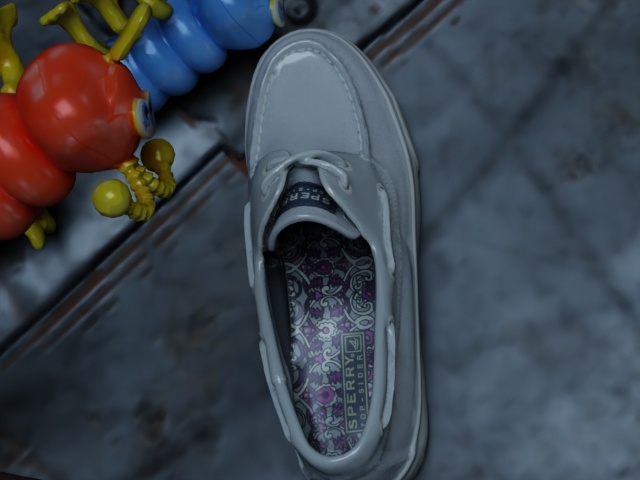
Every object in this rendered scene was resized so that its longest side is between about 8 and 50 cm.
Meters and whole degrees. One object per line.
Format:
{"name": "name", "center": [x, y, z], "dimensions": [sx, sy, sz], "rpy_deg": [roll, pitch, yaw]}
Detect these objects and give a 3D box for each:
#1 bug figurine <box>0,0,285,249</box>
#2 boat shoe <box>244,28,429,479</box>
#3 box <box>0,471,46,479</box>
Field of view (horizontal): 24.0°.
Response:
{"name": "bug figurine", "center": [-0.110, -0.026, 0.512], "dimensions": [0.216, 0.279, 0.072], "rpy_deg": [-32, 99, 18]}
{"name": "boat shoe", "center": [0.000, 0.000, 0.540], "dimensions": [0.066, 0.063, 0.184], "rpy_deg": [-5, 70, 12]}
{"name": "box", "center": [-0.120, 0.171, 0.470], "dimensions": [0.381, 0.143, 0.191], "rpy_deg": [8, 73, 14]}
